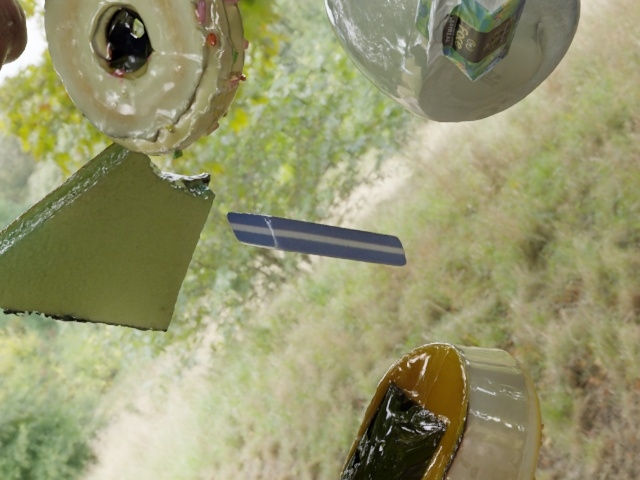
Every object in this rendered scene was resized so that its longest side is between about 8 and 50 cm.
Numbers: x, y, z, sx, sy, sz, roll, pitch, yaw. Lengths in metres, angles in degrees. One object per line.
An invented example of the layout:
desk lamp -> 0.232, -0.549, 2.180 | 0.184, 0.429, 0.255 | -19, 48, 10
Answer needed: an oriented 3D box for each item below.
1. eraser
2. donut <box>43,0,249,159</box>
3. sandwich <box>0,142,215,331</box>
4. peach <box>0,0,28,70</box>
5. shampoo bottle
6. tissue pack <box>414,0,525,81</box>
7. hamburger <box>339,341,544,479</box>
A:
eraser -> 0.000, 0.000, 1.037 | 0.082, 0.225, 0.036 | 7, 89, 49
donut -> -0.124, -0.147, 0.653 | 0.174, 0.175, 0.068 | -43, -6, 36
sandwich -> -0.247, -0.017, 0.978 | 0.063, 0.245, 0.212 | 33, 106, 48
peach -> -0.474, -0.292, 1.225 | 0.152, 0.152, 0.152 | -48, 22, 27
shampoo bottle -> 0.171, -0.331, 1.186 | 0.322, 0.322, 0.317 | -47, 52, 28
tissue pack -> 0.125, -0.203, 0.802 | 0.079, 0.085, 0.111 | -40, -15, -13
hamburger -> 0.097, 0.181, 0.715 | 0.173, 0.116, 0.210 | 21, 88, 61
